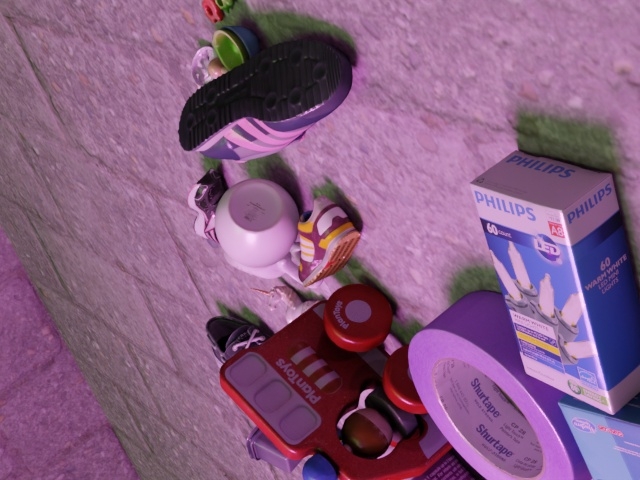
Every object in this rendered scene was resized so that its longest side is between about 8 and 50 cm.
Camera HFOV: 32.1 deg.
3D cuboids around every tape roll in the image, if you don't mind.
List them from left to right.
[{"bbox_3d":[0.237,0.200,1.396,0.275,0.090,0.274,41,152,27],"label":"tape roll"}]

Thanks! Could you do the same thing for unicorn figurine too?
[{"bbox_3d":[-0.037,0.127,1.835,0.162,0.060,0.111,-8,85,43],"label":"unicorn figurine"}]

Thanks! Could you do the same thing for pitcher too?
[{"bbox_3d":[-0.072,-0.001,1.684,0.178,0.125,0.207,27,161,8],"label":"pitcher"}]

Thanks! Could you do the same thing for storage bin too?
[{"bbox_3d":[-0.064,0.384,2.149,0.091,0.135,0.098,27,146,29],"label":"storage bin"}]

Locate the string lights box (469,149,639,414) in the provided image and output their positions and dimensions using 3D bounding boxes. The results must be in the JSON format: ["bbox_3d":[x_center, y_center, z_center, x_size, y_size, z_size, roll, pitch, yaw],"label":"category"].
[{"bbox_3d":[0.256,0.043,1.165,0.133,0.077,0.259,23,141,52],"label":"string lights box"}]

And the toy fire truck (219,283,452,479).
[{"bbox_3d":[0.035,0.230,1.601,0.302,0.254,0.169,45,155,20],"label":"toy fire truck"}]

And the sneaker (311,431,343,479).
[{"bbox_3d":[0.054,0.417,2.044,0.209,0.069,0.082,43,150,25],"label":"sneaker"}]

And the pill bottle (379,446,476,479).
[{"bbox_3d":[0.170,0.414,1.704,0.301,0.169,0.169,49,156,13],"label":"pill bottle"}]

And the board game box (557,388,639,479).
[{"bbox_3d":[0.427,0.308,1.201,0.254,0.079,0.336,8,130,58],"label":"board game box"}]

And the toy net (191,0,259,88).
[{"bbox_3d":[-0.149,-0.262,1.546,0.122,0.045,0.232,55,156,-2],"label":"toy net"}]

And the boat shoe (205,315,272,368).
[{"bbox_3d":[-0.130,0.209,2.073,0.301,0.108,0.102,26,146,59],"label":"boat shoe"}]

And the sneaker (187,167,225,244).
[{"bbox_3d":[-0.166,-0.051,1.851,0.077,0.072,0.178,32,158,17],"label":"sneaker"}]

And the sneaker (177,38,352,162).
[{"bbox_3d":[-0.047,-0.174,1.436,0.319,0.131,0.112,-10,72,49],"label":"sneaker"}]

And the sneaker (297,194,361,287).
[{"bbox_3d":[0.000,0.000,1.605,0.083,0.070,0.185,57,151,13],"label":"sneaker"}]
